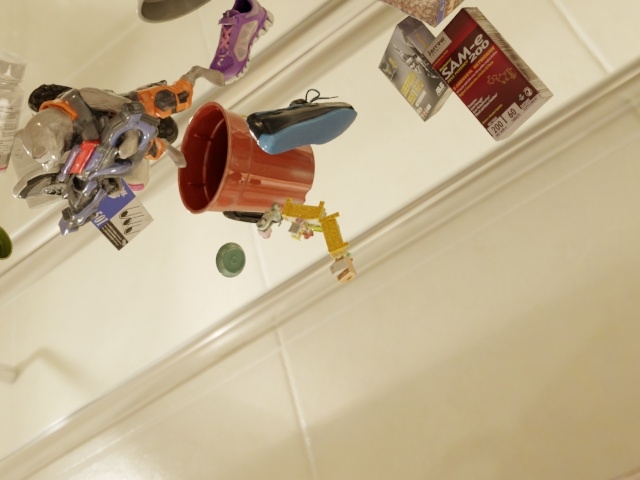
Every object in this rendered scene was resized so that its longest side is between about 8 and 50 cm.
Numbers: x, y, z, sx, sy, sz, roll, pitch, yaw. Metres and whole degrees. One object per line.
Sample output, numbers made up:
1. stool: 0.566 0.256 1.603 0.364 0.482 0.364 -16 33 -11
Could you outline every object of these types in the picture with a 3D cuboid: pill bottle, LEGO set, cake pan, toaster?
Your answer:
1. pill bottle: -0.801 -0.312 1.833 0.160 0.283 0.160 20 -164 -6
2. LEGO set: 0.000 0.000 1.690 0.287 0.132 0.107 31 163 32
3. cake pan: -0.303 -0.605 1.757 0.054 0.293 0.293 57 -162 1
4. toaster: -0.170 -0.127 2.209 0.146 0.226 0.129 -65 -22 -67

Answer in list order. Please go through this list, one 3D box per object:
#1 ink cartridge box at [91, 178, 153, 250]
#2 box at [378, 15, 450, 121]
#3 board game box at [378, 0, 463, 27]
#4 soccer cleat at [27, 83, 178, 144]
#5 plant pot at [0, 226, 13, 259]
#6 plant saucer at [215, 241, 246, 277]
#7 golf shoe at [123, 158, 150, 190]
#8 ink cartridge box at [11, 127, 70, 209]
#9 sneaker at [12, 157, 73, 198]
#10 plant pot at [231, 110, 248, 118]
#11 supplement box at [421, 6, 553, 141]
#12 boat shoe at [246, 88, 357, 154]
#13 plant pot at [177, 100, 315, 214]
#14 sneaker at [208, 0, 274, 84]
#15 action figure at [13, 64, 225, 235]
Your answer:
1. ink cartridge box: -0.397 -0.061 1.467 0.046 0.097 0.207 42 167 20
2. box: 0.229 -0.395 1.779 0.183 0.056 0.231 50 168 4
3. board game box: 0.230 -0.619 1.617 0.232 0.291 0.141 31 149 20
4. soccer cleat: -0.458 -0.247 1.643 0.116 0.318 0.109 103 178 -60
5. plant pot: -0.658 0.017 1.491 0.083 0.079 0.083 49 -156 -31
6. plant saucer: -0.291 0.065 2.536 0.119 0.021 0.119 -2 -86 -39
7. golf shoe: -0.497 -0.251 2.006 0.115 0.140 0.306 4 -141 -19
8. ink cartridge box: -0.811 -0.230 2.286 0.066 0.189 0.232 -161 51 -89
9. sneaker: -0.713 -0.142 2.163 0.268 0.101 0.153 -27 -100 -33
10. plant pot: -0.257 -0.239 2.368 0.254 0.239 0.254 23 -157 -10
11. supplement box: 0.327 -0.329 1.515 0.239 0.130 0.073 52 -143 12
12. boat shoe: -0.030 -0.239 1.461 0.089 0.109 0.258 47 -144 20
13. plant pot: -0.175 -0.181 1.894 0.265 0.272 0.272 8 -133 -35
14. sneaker: -0.194 -0.456 1.714 0.236 0.095 0.104 -65 -30 -20
15. action figure: -0.348 -0.166 1.258 0.330 0.341 0.179 -19 -108 -52
